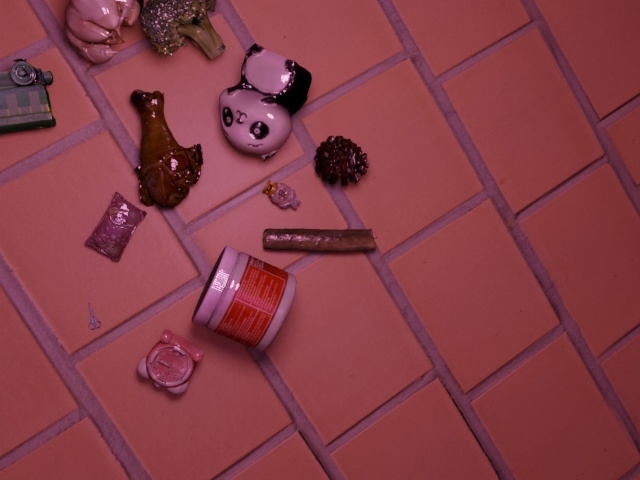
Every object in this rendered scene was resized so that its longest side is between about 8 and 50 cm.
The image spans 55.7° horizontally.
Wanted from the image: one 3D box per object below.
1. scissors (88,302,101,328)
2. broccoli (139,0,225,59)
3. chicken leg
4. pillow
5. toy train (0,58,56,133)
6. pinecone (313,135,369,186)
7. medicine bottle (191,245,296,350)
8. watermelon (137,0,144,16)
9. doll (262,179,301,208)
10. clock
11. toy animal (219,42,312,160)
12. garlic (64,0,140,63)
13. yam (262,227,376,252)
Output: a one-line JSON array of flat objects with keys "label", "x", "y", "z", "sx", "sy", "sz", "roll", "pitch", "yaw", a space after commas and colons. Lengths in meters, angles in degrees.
[{"label": "scissors", "x": -0.689, "y": 0.227, "z": 1.829, "sx": 0.036, "sy": 0.006, "sz": 0.083, "roll": -15, "pitch": 92, "yaw": -12}, {"label": "broccoli", "x": -0.411, "y": -0.668, "z": 1.807, "sx": 0.235, "sy": 0.260, "sz": 0.288, "roll": 34, "pitch": 75, "yaw": 24}, {"label": "chicken leg", "x": -0.461, "y": -0.280, "z": 1.833, "sx": 0.212, "sy": 0.140, "sz": 0.360, "roll": -3, "pitch": 92, "yaw": -5}, {"label": "pillow", "x": -0.618, "y": -0.041, "z": 1.838, "sx": 0.118, "sy": 0.043, "sz": 0.185, "roll": 33, "pitch": 84, "yaw": -17}, {"label": "toy train", "x": -0.916, "y": -0.405, "z": 1.743, "sx": 0.301, "sy": 0.120, "sz": 0.202, "roll": -12, "pitch": 94, "yaw": -14}, {"label": "pinecone", "x": 0.078, "y": -0.251, "z": 1.958, "sx": 0.165, "sy": 0.163, "sz": 0.162, "roll": 11, "pitch": 85, "yaw": -34}, {"label": "medicine bottle", "x": -0.226, "y": 0.175, "z": 1.815, "sx": 0.241, "sy": 0.252, "sz": 0.252, "roll": 26, "pitch": 82, "yaw": -12}, {"label": "watermelon", "x": -0.603, "y": -0.742, "z": 1.859, "sx": 0.094, "sy": 0.125, "sz": 0.135, "roll": -14, "pitch": 112, "yaw": 16}, {"label": "doll", "x": -0.120, "y": -0.146, "z": 1.937, "sx": 0.127, "sy": 0.084, "sz": 0.073, "roll": 29, "pitch": 83, "yaw": -3}, {"label": "clock", "x": -0.455, "y": 0.373, "z": 1.843, "sx": 0.166, "sy": 0.093, "sz": 0.162, "roll": 33, "pitch": 90, "yaw": -10}, {"label": "toy animal", "x": -0.173, "y": -0.413, "z": 1.868, "sx": 0.251, "sy": 0.251, "sz": 0.309, "roll": 27, "pitch": 95, "yaw": -11}, {"label": "garlic", "x": -0.628, "y": -0.639, "z": 1.723, "sx": 0.281, "sy": 0.185, "sz": 0.203, "roll": -42, "pitch": 67, "yaw": 17}, {"label": "yam", "x": 0.000, "y": 0.000, "z": 1.967, "sx": 0.372, "sy": 0.083, "sz": 0.083, "roll": -1, "pitch": 88, "yaw": -13}]
